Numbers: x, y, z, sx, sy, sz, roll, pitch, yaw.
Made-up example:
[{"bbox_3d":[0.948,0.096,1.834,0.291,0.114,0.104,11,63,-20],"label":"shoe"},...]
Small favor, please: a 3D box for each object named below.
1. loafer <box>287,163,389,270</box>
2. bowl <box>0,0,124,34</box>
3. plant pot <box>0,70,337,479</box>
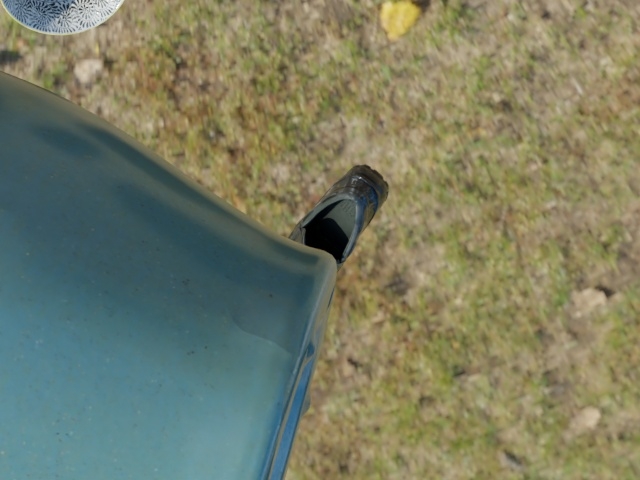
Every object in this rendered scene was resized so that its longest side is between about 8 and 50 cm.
[{"bbox_3d":[0.000,0.000,1.532,0.076,0.078,0.223,40,130,4],"label":"loafer"},{"bbox_3d":[-0.333,-0.354,1.679,0.170,0.080,0.170,-11,138,-10],"label":"bowl"},{"bbox_3d":[-0.135,0.057,0.540,0.255,0.271,0.272,15,126,4],"label":"plant pot"}]
